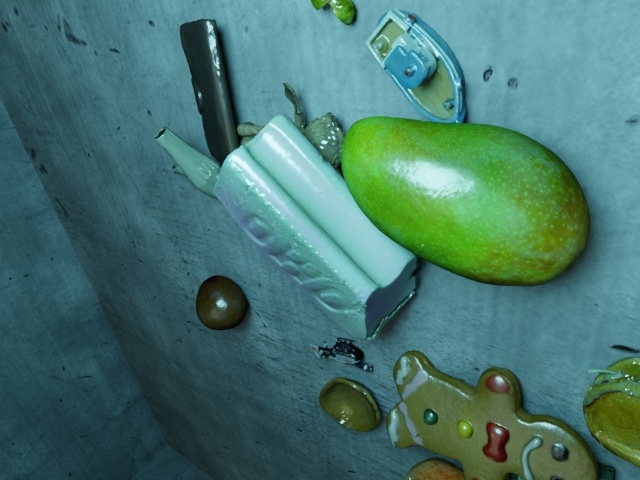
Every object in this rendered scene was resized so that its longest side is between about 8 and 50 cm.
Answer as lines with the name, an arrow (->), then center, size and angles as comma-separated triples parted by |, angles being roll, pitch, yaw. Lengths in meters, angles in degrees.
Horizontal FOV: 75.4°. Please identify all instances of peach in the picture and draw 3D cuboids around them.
peach -> 0.327, 0.663, 1.054 | 0.232, 0.232, 0.233 | 22, 130, 29

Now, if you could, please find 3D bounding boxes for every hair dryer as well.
hair dryer -> -0.369, -0.213, 1.066 | 0.267, 0.092, 0.229 | 23, 163, 28

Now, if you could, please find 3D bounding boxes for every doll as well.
doll -> -0.062, -0.198, 0.871 | 0.285, 0.091, 0.203 | -16, 93, 46

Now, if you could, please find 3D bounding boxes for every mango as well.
mango -> 0.203, -0.070, 0.617 | 0.381, 0.201, 0.225 | 29, 142, 8

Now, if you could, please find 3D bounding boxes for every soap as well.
soap -> 0.000, 0.000, 0.828 | 0.446, 0.156, 0.261 | 45, 157, -8

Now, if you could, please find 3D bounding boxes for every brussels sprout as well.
brussels sprout -> 0.023, -0.397, 0.686 | 0.083, 0.046, 0.051 | 33, 178, 11

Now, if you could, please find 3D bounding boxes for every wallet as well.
wallet -> -0.247, -0.324, 0.937 | 0.165, 0.042, 0.310 | 27, 133, 47

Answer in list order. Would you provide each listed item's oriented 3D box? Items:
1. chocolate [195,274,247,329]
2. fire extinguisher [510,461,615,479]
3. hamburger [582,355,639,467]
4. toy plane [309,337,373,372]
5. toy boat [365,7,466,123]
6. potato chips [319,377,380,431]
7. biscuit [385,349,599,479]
chocolate -> -0.316, 0.192, 1.295 | 0.176, 0.176, 0.177 | 22, 130, 29
fire extinguisher -> 0.449, 0.476, 0.882 | 0.294, 0.093, 0.118 | 1, 92, 41
hamburger -> 0.524, 0.269, 0.670 | 0.185, 0.113, 0.177 | 42, 143, 21
toy plane -> 0.047, 0.311, 1.141 | 0.197, 0.053, 0.078 | 1, 127, 36
toy boat -> 0.145, -0.258, 0.636 | 0.215, 0.102, 0.088 | 50, 140, 0
potato chips -> 0.090, 0.464, 1.199 | 0.195, 0.062, 0.208 | 8, 121, 30
biscuit -> 0.331, 0.399, 0.874 | 0.431, 0.064, 0.283 | 13, 101, 39
